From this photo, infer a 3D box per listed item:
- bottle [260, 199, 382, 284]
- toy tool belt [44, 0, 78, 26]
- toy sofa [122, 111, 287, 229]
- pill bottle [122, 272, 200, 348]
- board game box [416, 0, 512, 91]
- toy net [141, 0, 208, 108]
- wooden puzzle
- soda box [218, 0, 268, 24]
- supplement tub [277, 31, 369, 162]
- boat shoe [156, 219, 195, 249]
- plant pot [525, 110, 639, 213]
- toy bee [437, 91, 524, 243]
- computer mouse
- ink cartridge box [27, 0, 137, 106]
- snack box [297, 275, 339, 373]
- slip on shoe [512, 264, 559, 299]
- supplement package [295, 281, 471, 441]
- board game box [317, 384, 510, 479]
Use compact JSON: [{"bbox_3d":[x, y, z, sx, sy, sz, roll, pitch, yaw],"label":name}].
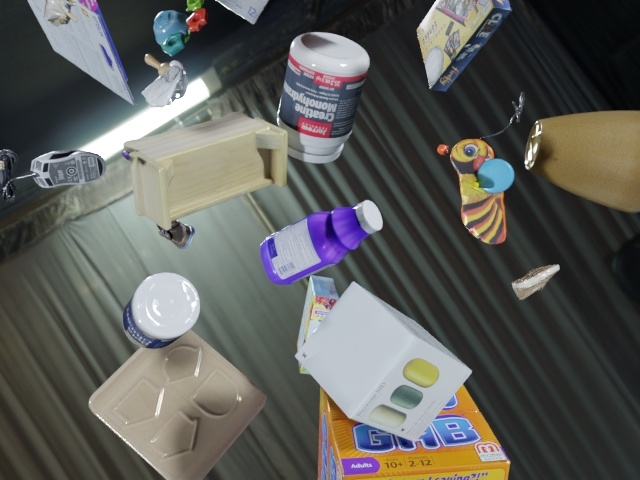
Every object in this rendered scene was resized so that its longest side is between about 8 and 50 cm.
[{"bbox_3d":[0.000,0.000,1.339,0.283,0.118,0.092,-27,-14,33],"label":"bottle"},{"bbox_3d":[-0.429,-0.385,1.049,0.051,0.083,0.052,10,-56,-28],"label":"toy tool belt"},{"bbox_3d":[-0.261,-0.171,1.454,0.362,0.177,0.150,-25,-49,-38],"label":"toy sofa"},{"bbox_3d":[-0.245,0.112,0.945,0.094,0.094,0.169,-31,-2,-30],"label":"pill bottle"},{"bbox_3d":[0.282,-0.444,1.277,0.042,0.165,0.243,2,-24,-21],"label":"board game box"},{"bbox_3d":[-0.227,-0.299,1.021,0.122,0.232,0.045,-15,-31,19],"label":"toy net"},{"bbox_3d":[-0.369,0.427,1.659,0.322,0.348,0.080,-47,-5,-28],"label":"wooden puzzle"},{"bbox_3d":[-0.235,-0.561,1.286,0.091,0.286,0.098,-55,18,13],"label":"soda box"},{"bbox_3d":[-0.001,-0.348,1.543,0.191,0.191,0.272,-30,-35,-43],"label":"supplement tub"},{"bbox_3d":[-0.385,-0.023,1.640,0.183,0.066,0.066,18,84,56],"label":"boat shoe"},{"bbox_3d":[0.616,-0.202,1.456,0.254,0.237,0.237,11,0,3],"label":"plant pot"},{"bbox_3d":[0.325,-0.147,1.323,0.162,0.298,0.195,7,-13,19],"label":"toy bee"},{"bbox_3d":[-0.509,-0.134,1.199,0.193,0.042,0.106,-11,-51,-23],"label":"computer mouse"},{"bbox_3d":[-0.600,-0.534,1.589,0.071,0.330,0.324,-50,-16,-21],"label":"ink cartridge box"},{"bbox_3d":[-0.009,0.214,1.616,0.174,0.070,0.207,-106,27,-75],"label":"snack box"},{"bbox_3d":[0.490,0.092,1.425,0.135,0.041,0.051,-22,5,-30],"label":"slip on shoe"},{"bbox_3d":[0.132,0.254,1.297,0.199,0.198,0.262,-52,-44,3],"label":"supplement package"},{"bbox_3d":[0.192,0.564,1.498,0.356,0.356,0.356,-1,21,-7],"label":"board game box"}]
